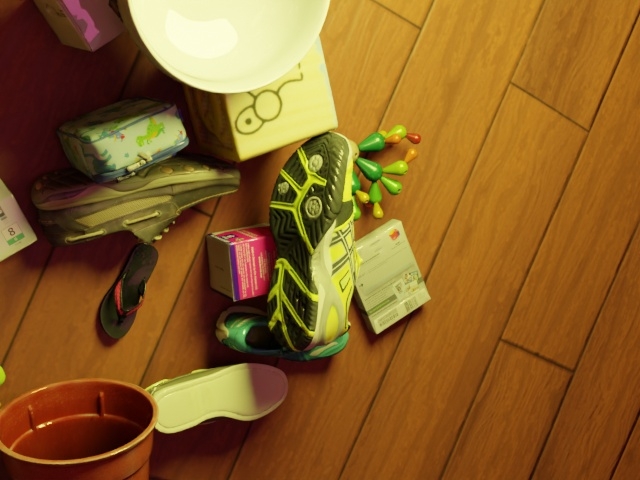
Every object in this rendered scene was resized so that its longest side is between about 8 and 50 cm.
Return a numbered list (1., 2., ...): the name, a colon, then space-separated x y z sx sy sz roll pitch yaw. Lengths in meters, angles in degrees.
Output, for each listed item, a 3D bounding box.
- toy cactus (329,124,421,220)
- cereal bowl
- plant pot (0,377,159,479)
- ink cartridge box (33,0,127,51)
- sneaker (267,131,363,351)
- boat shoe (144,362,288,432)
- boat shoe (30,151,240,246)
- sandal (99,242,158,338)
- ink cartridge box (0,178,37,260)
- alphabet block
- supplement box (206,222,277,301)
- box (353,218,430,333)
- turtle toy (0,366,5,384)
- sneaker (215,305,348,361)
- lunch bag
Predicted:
1. toy cactus: 0.081 -0.149 2.010 0.180 0.112 0.219 34 86 -11
2. cereal bowl: -0.159 -0.396 1.589 0.339 0.141 0.339 -10 110 -29
3. plant pot: -0.402 0.414 1.774 0.272 0.272 0.265 -11 113 -26
4. ink cartridge box: -0.321 -0.408 1.677 0.237 0.172 0.100 -37 118 -17
5. sneaker: 0.000 0.000 1.854 0.147 0.145 0.384 1 101 -50
6. boat shoe: -0.200 0.286 1.937 0.305 0.091 0.109 -6 94 -38
7. boat shoe: -0.312 -0.067 1.797 0.355 0.132 0.130 -9 115 -18
8. sandal: -0.337 0.090 1.852 0.067 0.040 0.179 24 89 -30
9. ink cartridge box: -0.589 -0.053 1.678 0.181 0.056 0.224 -33 115 -20
10. alphabet block: -0.112 -0.260 1.812 0.197 0.193 0.192 -20 108 -24
11. supplement box: -0.086 0.030 1.935 0.220 0.111 0.114 -10 104 -27
12. box: 0.129 0.073 2.103 0.145 0.038 0.186 -32 115 -19
13. turtle toy: -0.576 0.261 1.742 0.095 0.066 0.130 38 82 -3
14. sneaker: -0.063 0.189 1.983 0.275 0.110 0.107 5 98 -30
15. lunch bag: -0.319 -0.169 1.703 0.176 0.219 0.090 -28 113 -21
